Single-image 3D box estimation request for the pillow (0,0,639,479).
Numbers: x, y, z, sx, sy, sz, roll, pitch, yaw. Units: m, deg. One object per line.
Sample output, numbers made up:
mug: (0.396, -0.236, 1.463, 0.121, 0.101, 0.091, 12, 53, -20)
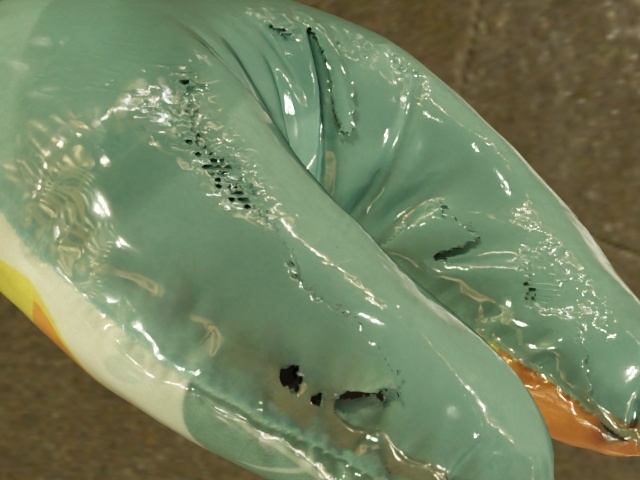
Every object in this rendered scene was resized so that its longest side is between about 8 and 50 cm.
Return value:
pillow: (0.000, 0.000, 0.539, 0.214, 0.233, 0.086, 37, 108, 17)
